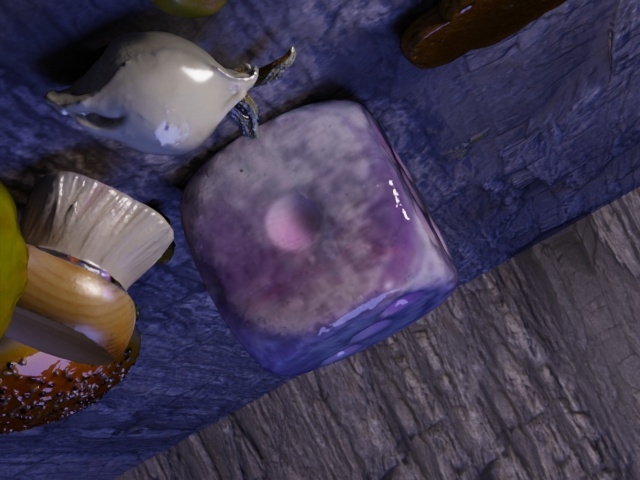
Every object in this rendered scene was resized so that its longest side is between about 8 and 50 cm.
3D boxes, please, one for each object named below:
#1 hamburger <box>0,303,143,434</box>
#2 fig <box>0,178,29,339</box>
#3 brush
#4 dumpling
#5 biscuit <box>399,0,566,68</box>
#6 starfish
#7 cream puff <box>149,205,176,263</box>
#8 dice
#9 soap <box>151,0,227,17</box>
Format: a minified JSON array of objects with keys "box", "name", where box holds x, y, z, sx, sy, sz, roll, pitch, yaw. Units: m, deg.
[{"box":[-0.368,0.141,1.600,0.300,0.176,0.300,-24,165,-7],"name":"hamburger"},{"box":[-0.378,0.009,1.120,0.230,0.207,0.207,26,138,-22],"name":"fig"},{"box":[-0.306,0.013,1.324,0.266,0.166,0.174,24,159,-18],"name":"brush"},{"box":[-0.162,-0.142,1.165,0.181,0.111,0.155,19,-174,-19],"name":"dumpling"},{"box":[0.217,-0.292,1.423,0.290,0.041,0.208,-31,166,10],"name":"biscuit"},{"box":[-0.120,-0.140,1.312,0.176,0.053,0.208,-20,165,-32],"name":"starfish"},{"box":[-0.213,-0.005,1.588,0.058,0.083,0.083,-47,132,-25],"name":"cream puff"},{"box":[0.000,0.000,1.577,0.270,0.270,0.271,-29,165,9],"name":"dice"},{"box":[-0.084,-0.240,1.055,0.140,0.045,0.089,-37,165,29],"name":"soap"}]
